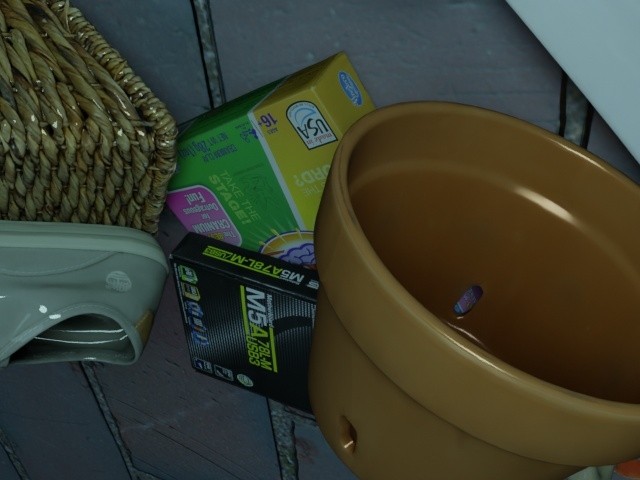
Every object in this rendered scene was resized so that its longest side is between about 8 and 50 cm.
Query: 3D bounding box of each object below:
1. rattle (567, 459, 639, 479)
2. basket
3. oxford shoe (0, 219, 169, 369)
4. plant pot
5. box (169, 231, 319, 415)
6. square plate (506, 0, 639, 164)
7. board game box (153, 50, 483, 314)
[{"bbox_3d":[0.239,0.196,0.785,0.142,0.130,0.199,-11,150,24],"label":"rattle"},{"bbox_3d":[-0.272,-0.111,0.762,0.223,0.214,0.299,-4,156,-19],"label":"basket"},{"bbox_3d":[-0.351,0.062,0.687,0.449,0.130,0.169,1,156,-24],"label":"oxford shoe"},{"bbox_3d":[0.113,0.063,0.578,0.290,0.291,0.203,29,129,5],"label":"plant pot"},{"bbox_3d":[-0.057,0.093,0.816,0.184,0.045,0.191,19,137,19],"label":"box"},{"bbox_3d":[0.307,-0.164,0.448,0.344,0.049,0.347,45,137,-14],"label":"square plate"},{"bbox_3d":[0.000,0.000,0.776,0.242,0.064,0.317,-15,120,40],"label":"board game box"}]
